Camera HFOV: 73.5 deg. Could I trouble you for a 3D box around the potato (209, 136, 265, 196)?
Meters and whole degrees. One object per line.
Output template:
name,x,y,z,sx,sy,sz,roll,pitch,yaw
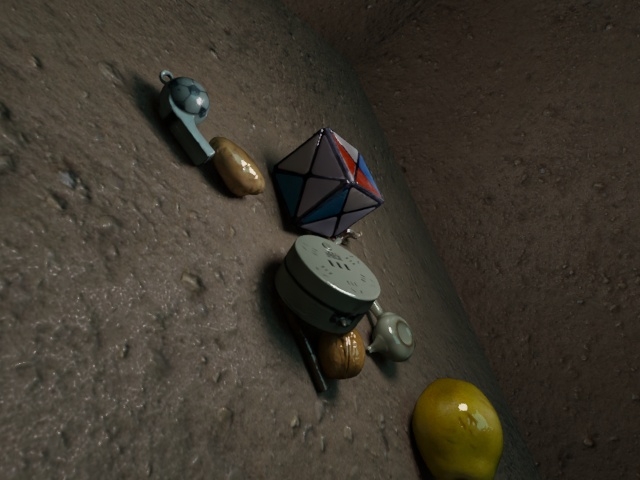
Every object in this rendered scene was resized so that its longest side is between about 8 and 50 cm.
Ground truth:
potato,-0.280,-0.233,1.422,0.161,0.128,0.235,54,3,36

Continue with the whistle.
whistle,-0.400,-0.395,1.331,0.290,0.163,0.163,56,26,-16

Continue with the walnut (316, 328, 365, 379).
walnut,0.068,0.370,1.448,0.165,0.165,0.197,42,35,-35

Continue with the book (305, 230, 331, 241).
book,0.000,0.000,1.830,0.161,0.026,0.231,-6,71,-64

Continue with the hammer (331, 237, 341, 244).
hammer,0.053,-0.008,1.917,0.083,0.031,0.052,41,46,10

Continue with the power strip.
power strip,0.029,0.145,1.434,0.357,0.161,0.357,28,21,-12

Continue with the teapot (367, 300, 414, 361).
teapot,0.296,0.376,1.872,0.220,0.149,0.318,34,38,-33

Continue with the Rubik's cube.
Rubik's cube,0.028,-0.215,1.731,0.307,0.310,0.305,15,47,-56

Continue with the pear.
pear,0.553,0.774,1.748,0.362,0.362,0.419,43,37,-35

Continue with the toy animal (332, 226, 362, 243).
toy animal,0.102,-0.094,2.017,0.168,0.121,0.233,3,72,-43

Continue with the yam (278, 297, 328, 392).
yam,-0.054,0.333,1.393,0.045,0.045,0.327,-21,83,-34
